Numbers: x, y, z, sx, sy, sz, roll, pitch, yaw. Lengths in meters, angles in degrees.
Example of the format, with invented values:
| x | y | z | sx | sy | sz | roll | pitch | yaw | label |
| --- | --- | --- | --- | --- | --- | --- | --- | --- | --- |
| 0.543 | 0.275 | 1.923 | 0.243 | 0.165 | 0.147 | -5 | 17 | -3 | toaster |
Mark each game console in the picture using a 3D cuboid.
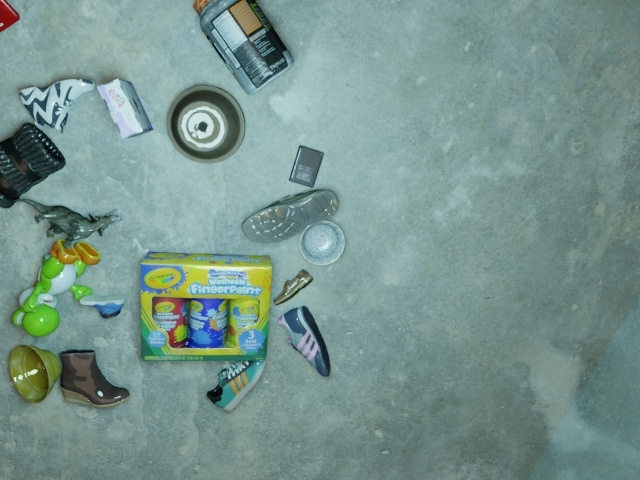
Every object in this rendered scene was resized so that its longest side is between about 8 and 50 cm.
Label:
| x | y | z | sx | sy | sz | roll | pitch | yaw | label |
| --- | --- | --- | --- | --- | --- | --- | --- | --- | --- |
| -1.023 | -0.707 | 1.445 | 0.144 | 0.085 | 0.124 | -33 | 139 | 1 | game console |

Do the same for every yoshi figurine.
| x | y | z | sx | sy | sz | roll | pitch | yaw | label |
| --- | --- | --- | --- | --- | --- | --- | --- | --- | --- |
| -0.905 | 0.184 | 1.612 | 0.204 | 0.203 | 0.362 | 35 | 99 | -23 | yoshi figurine |

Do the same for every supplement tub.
| x | y | z | sx | sy | sz | roll | pitch | yaw | label |
| --- | --- | --- | --- | --- | --- | --- | --- | --- | --- |
| -0.245 | -0.644 | 1.501 | 0.194 | 0.193 | 0.316 | -35 | 107 | 1 | supplement tub |

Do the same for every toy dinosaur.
| x | y | z | sx | sy | sz | roll | pitch | yaw | label |
| --- | --- | --- | --- | --- | --- | --- | --- | --- | --- |
| -0.850 | -0.061 | 1.583 | 0.314 | 0.160 | 0.120 | 14 | 107 | -8 | toy dinosaur |

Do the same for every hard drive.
| x | y | z | sx | sy | sz | roll | pitch | yaw | label |
| --- | --- | --- | --- | --- | --- | --- | --- | --- | --- |
| -0.051 | -0.269 | 1.723 | 0.094 | 0.022 | 0.135 | 16 | 102 | -13 | hard drive |

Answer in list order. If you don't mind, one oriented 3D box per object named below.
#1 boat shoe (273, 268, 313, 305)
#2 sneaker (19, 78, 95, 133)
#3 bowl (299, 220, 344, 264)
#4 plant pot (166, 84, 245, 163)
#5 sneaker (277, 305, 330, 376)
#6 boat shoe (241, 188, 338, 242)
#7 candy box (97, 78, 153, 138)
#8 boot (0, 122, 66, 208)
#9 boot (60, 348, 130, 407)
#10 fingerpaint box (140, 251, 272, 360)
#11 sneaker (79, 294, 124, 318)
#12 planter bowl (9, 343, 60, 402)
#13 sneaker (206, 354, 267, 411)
| x | y | z | sx | sy | sz | roll | pitch | yaw | label |
| --- | --- | --- | --- | --- | --- | --- | --- | --- | --- |
| -0.112 | 0.181 | 1.818 | 0.178 | 0.064 | 0.060 | -39 | 77 | 0 | boat shoe |
| -0.820 | -0.425 | 1.513 | 0.235 | 0.094 | 0.152 | -14 | 108 | -6 | sneaker |
| 0.000 | 0.000 | 1.773 | 0.170 | 0.080 | 0.170 | -3 | 106 | -9 | bowl |
| -0.371 | -0.372 | 1.534 | 0.263 | 0.229 | 0.262 | -3 | 105 | -10 | plant pot |
| -0.061 | 0.409 | 1.872 | 0.131 | 0.112 | 0.318 | -19 | 105 | 13 | sneaker |
| -0.111 | -0.091 | 1.706 | 0.356 | 0.130 | 0.132 | -18 | 110 | -11 | boat shoe |
| -0.612 | -0.415 | 1.497 | 0.070 | 0.196 | 0.164 | -22 | 107 | -4 | candy box |
| -1.021 | -0.297 | 1.489 | 0.260 | 0.131 | 0.348 | -38 | 118 | 9 | boot |
| -0.839 | 0.509 | 1.758 | 0.249 | 0.090 | 0.206 | 4 | 106 | -7 | boot |
| -0.411 | 0.241 | 1.722 | 0.445 | 0.163 | 0.370 | 3 | 104 | -11 | fingerpaint box |
| -0.786 | 0.243 | 1.692 | 0.152 | 0.058 | 0.084 | 4 | 111 | -48 | sneaker |
| -1.005 | 0.462 | 1.699 | 0.217 | 0.090 | 0.217 | 5 | 101 | 25 | planter bowl |
| -0.327 | 0.531 | 1.843 | 0.121 | 0.108 | 0.302 | 34 | 98 | -20 | sneaker |
